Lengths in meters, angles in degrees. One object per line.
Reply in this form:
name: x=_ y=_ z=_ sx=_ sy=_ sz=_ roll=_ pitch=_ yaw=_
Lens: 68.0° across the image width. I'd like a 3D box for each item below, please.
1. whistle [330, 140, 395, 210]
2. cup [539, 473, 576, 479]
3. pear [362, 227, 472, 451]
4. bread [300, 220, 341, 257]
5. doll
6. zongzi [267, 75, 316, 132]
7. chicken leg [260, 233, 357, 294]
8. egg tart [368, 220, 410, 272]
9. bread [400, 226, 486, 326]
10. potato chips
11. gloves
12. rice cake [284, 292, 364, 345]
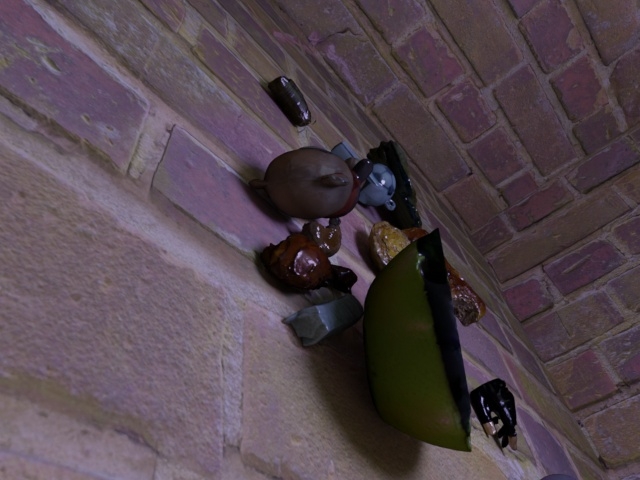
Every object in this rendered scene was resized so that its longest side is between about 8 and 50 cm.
whistle: x=0.163 y=-0.219 z=1.644 sx=0.290 sy=0.163 sz=0.163 roll=51 pitch=20 yaw=2
cup: x=0.604 y=0.699 z=1.117 sx=0.203 sy=0.203 sz=0.288 roll=54 pitch=14 yaw=0
pear: x=0.173 y=0.190 z=0.892 sx=0.399 sy=0.165 sz=0.399 roll=-10 pitch=90 yaw=-77
bread: x=0.000 y=0.000 z=1.057 sx=0.113 sy=0.060 sz=0.082 roll=10 pitch=74 yaw=-55
doll: x=-0.006 y=-0.120 z=1.088 sx=0.330 sy=0.235 sz=0.174 roll=1 pitch=91 yaw=-68
zongzi: x=-0.092 y=-0.464 z=1.599 sx=0.187 sy=0.084 sz=0.184 roll=56 pitch=9 yaw=-15
chicken leg: x=-0.003 y=0.054 z=0.955 sx=0.113 sy=0.093 sz=0.304 roll=51 pitch=13 yaw=25
egg tart: x=0.213 y=0.058 z=1.399 sx=0.252 sy=0.098 sz=0.232 roll=35 pitch=33 yaw=-32
bread: x=0.382 y=0.119 z=1.557 sx=0.185 sy=0.109 sz=0.380 roll=-9 pitch=57 yaw=-50
potato chips: x=0.290 y=-0.170 z=1.790 sx=0.358 sy=0.070 sz=0.429 roll=99 pitch=-33 yaw=-75
gloves: x=0.510 y=0.489 z=1.329 sx=0.129 sy=0.106 sz=0.181 roll=27 pitch=29 yaw=-54
rice cake: x=0.018 y=0.142 z=0.874 sx=0.063 sy=0.069 sz=0.206 roll=59 pitch=20 yaw=13
